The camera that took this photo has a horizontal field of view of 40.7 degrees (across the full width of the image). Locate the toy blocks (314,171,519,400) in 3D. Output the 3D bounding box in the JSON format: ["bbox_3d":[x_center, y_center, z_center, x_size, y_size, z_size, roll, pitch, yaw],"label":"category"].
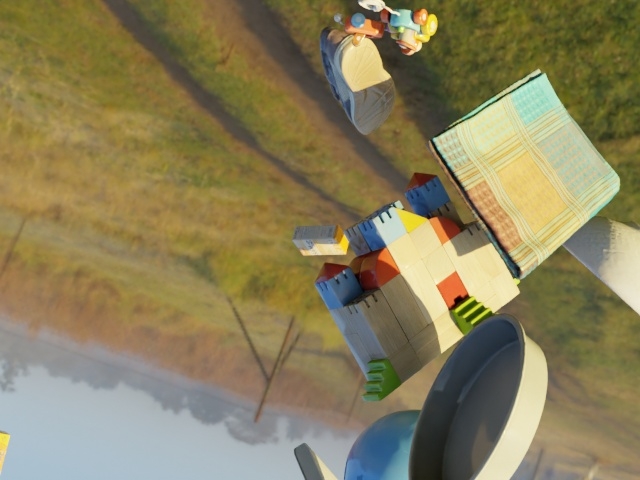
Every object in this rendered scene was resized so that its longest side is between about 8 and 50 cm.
[{"bbox_3d":[0.146,0.049,1.418,0.261,0.381,0.191,61,151,-5],"label":"toy blocks"}]

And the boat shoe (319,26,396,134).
[{"bbox_3d":[0.065,-0.296,1.585,0.092,0.103,0.285,46,177,25],"label":"boat shoe"}]

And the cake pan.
[{"bbox_3d":[0.218,0.244,1.200,0.054,0.293,0.293,27,170,-9],"label":"cake pan"}]

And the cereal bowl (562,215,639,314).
[{"bbox_3d":[0.684,0.062,1.867,0.339,0.141,0.339,40,-168,-11],"label":"cereal bowl"}]

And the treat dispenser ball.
[{"bbox_3d":[0.189,0.482,1.719,0.288,0.288,0.288,20,171,3],"label":"treat dispenser ball"}]

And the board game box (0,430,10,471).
[{"bbox_3d":[-0.727,0.547,1.878,0.039,0.259,0.124,18,165,-19],"label":"board game box"}]

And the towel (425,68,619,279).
[{"bbox_3d":[0.354,-0.125,1.454,0.271,0.370,0.040,55,138,1],"label":"towel"}]

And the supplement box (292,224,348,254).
[{"bbox_3d":[0.000,0.000,1.768,0.098,0.036,0.062,-2,147,25],"label":"supplement box"}]

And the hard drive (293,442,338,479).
[{"bbox_3d":[0.037,0.620,2.027,0.203,0.040,0.307,61,-179,39],"label":"hard drive"}]

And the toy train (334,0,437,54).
[{"bbox_3d":[0.081,-0.266,1.100,0.125,0.046,0.166,10,-176,-6],"label":"toy train"}]
